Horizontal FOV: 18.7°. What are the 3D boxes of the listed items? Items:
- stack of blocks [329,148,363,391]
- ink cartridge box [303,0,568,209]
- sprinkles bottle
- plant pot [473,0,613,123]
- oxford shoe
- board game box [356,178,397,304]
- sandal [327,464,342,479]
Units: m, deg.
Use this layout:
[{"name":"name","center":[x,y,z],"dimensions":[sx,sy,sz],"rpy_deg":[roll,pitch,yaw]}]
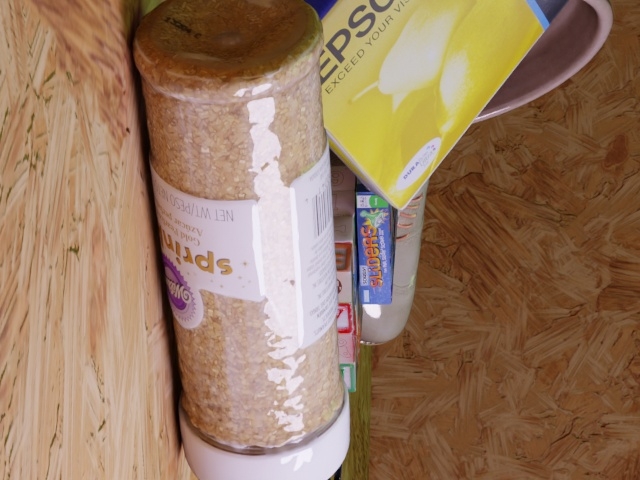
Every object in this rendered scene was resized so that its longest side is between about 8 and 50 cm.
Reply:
[{"name":"stack of blocks","center":[0.000,0.000,2.097],"dimensions":[0.297,0.087,0.171],"rpy_deg":[-85,173,-50]},{"name":"ink cartridge box","center":[0.076,-0.216,1.465],"dimensions":[0.303,0.072,0.307],"rpy_deg":[-50,145,-3]},{"name":"sprinkles bottle","center":[-0.047,0.009,1.292],"dimensions":[0.121,0.121,0.355],"rpy_deg":[-84,172,-53]},{"name":"plant pot","center":[0.106,-0.255,1.757],"dimensions":[0.263,0.263,0.229],"rpy_deg":[78,-3,-70]},{"name":"oxford shoe","center":[0.062,-0.047,2.304],"dimensions":[0.146,0.140,0.397],"rpy_deg":[-140,-139,-63]},{"name":"board game box","center":[0.062,-0.040,2.095],"dimensions":[0.201,0.035,0.136],"rpy_deg":[-82,170,-61]},{"name":"sandal","center":[-0.006,0.247,2.227],"dimensions":[0.254,0.054,0.097],"rpy_deg":[85,7,-48]}]
